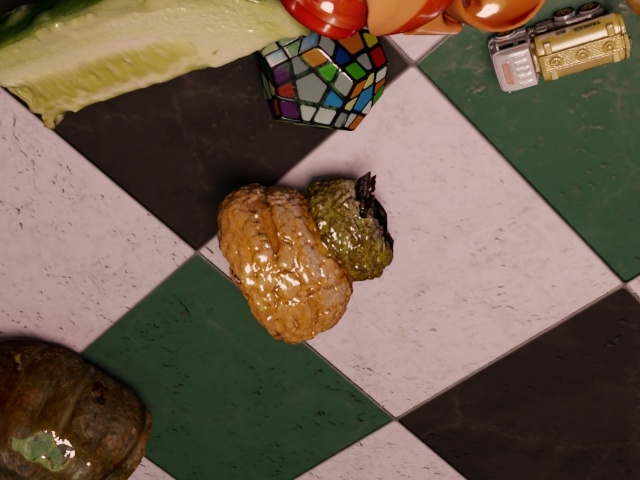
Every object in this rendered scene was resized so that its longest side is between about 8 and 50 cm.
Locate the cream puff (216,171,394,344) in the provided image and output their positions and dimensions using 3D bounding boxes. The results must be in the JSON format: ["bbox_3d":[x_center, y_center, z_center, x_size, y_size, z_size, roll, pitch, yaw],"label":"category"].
[{"bbox_3d":[0.000,0.000,0.859,0.169,0.183,0.183,-25,116,11],"label":"cream puff"}]

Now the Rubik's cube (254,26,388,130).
[{"bbox_3d":[0.000,-0.163,0.772,0.112,0.133,0.133,41,126,17],"label":"Rubik's cube"}]

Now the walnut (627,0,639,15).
[{"bbox_3d":[0.373,-0.247,0.604,0.269,0.222,0.244,-13,152,9],"label":"walnut"}]

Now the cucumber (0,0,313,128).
[{"bbox_3d":[-0.164,-0.205,0.752,0.325,0.105,0.145,-9,150,26],"label":"cucumber"}]

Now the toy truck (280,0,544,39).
[{"bbox_3d":[0.067,-0.276,0.662,0.265,0.239,0.189,56,131,23],"label":"toy truck"}]

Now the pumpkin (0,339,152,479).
[{"bbox_3d":[-0.412,0.262,1.057,0.325,0.242,0.232,-28,123,21],"label":"pumpkin"}]

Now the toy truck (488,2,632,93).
[{"bbox_3d":[0.220,-0.177,0.752,0.123,0.063,0.052,-14,120,18],"label":"toy truck"}]
